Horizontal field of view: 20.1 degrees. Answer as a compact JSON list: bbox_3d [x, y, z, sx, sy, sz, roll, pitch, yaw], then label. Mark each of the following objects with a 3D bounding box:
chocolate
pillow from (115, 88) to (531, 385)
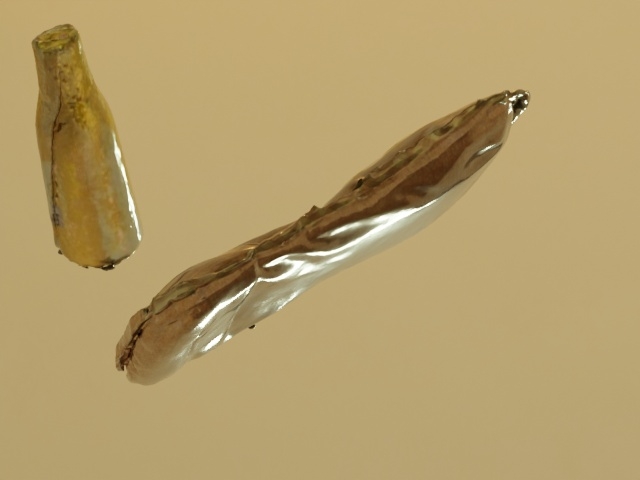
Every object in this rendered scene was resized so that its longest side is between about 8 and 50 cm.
[{"bbox_3d":[-0.206,-0.083,1.543,0.085,0.219,0.086,-5,-145,4],"label":"chocolate"},{"bbox_3d":[0.000,-0.001,0.817,0.211,0.135,0.034,-31,-97,-23],"label":"pillow"}]
